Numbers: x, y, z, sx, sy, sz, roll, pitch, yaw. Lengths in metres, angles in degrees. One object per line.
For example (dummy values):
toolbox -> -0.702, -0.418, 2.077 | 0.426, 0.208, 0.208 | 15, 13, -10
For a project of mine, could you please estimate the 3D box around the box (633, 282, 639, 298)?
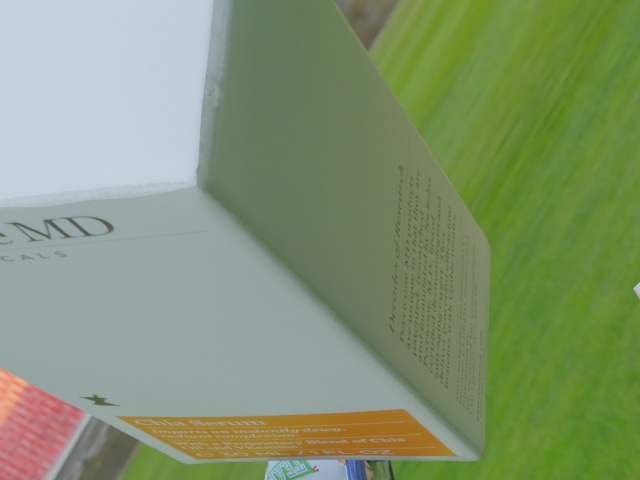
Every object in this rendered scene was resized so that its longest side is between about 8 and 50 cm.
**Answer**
box -> 0.319, 0.069, 0.932 | 0.114, 0.103, 0.203 | -42, -39, 4

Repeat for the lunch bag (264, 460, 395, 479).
lunch bag -> 0.029, 0.290, 1.268 | 0.243, 0.115, 0.303 | -72, -29, -76

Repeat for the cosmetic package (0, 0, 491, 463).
cosmetic package -> -0.065, -0.001, 0.740 | 0.453, 0.230, 0.162 | 47, -137, -59
